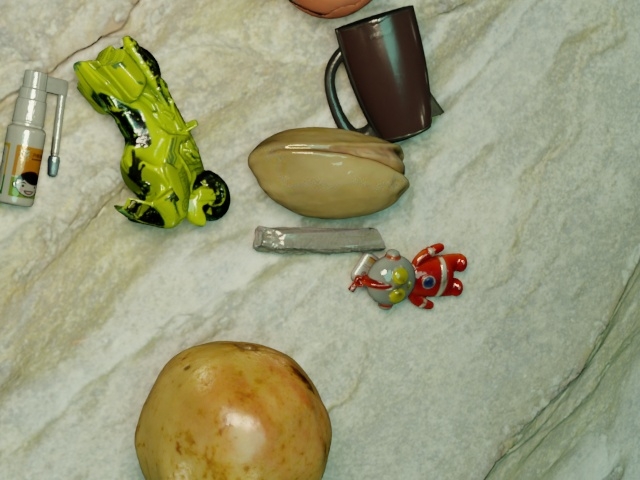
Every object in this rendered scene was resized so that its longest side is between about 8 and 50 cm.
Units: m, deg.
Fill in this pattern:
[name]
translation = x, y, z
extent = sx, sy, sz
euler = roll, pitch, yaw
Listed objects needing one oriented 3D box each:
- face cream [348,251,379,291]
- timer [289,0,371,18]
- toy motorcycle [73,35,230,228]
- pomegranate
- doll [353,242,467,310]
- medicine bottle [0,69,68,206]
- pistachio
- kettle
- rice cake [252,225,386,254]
[face cream]
translation = 0.081, 0.063, 1.530
extent = 0.040, 0.021, 0.083
euler = 34, 85, -22
[timer]
translation = 0.015, -0.502, 1.335
extent = 0.215, 0.230, 0.229
euler = 43, 81, -28
[toy motorcycle]
translation = -0.290, -0.157, 1.317
extent = 0.206, 0.142, 0.342
euler = -45, 112, -50
[pomegranate]
translation = -0.140, 0.342, 1.339
extent = 0.343, 0.342, 0.342
euler = -2, 97, -19
[doll]
translation = 0.175, 0.073, 1.530
extent = 0.245, 0.076, 0.142
euler = -2, 109, -29
[medicine bottle]
translation = -0.472, -0.166, 1.298
extent = 0.092, 0.061, 0.220
euler = 8, 94, -44
[pistachio]
translation = 0.014, -0.124, 1.405
extent = 0.293, 0.181, 0.162
euler = 7, 66, -12
[kettle]
translation = 0.108, -0.290, 1.443
extent = 0.202, 0.144, 0.232
euler = -17, 106, 2
[rice cake]
translation = 0.000, 0.000, 1.480
extent = 0.270, 0.049, 0.055
euler = -1, 75, -19
